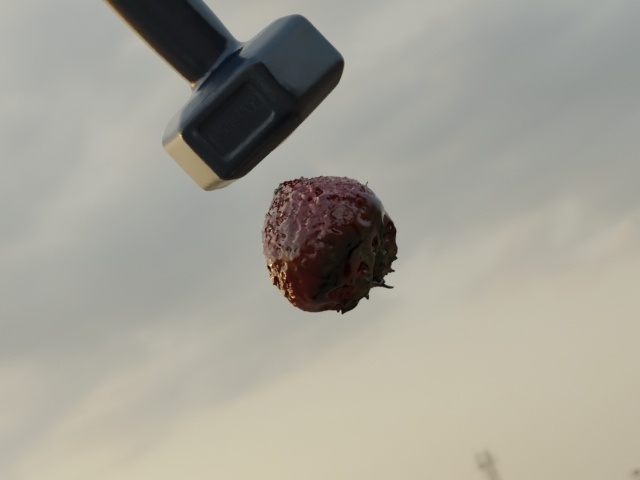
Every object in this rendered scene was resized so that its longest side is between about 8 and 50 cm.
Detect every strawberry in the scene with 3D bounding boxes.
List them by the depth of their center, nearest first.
[{"bbox_3d":[0.000,-0.001,1.238,0.106,0.106,0.106,-22,-14,-6],"label":"strawberry"}]

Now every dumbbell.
[{"bbox_3d":[-0.136,-0.191,1.380,0.143,0.316,0.156,-37,11,45],"label":"dumbbell"}]
